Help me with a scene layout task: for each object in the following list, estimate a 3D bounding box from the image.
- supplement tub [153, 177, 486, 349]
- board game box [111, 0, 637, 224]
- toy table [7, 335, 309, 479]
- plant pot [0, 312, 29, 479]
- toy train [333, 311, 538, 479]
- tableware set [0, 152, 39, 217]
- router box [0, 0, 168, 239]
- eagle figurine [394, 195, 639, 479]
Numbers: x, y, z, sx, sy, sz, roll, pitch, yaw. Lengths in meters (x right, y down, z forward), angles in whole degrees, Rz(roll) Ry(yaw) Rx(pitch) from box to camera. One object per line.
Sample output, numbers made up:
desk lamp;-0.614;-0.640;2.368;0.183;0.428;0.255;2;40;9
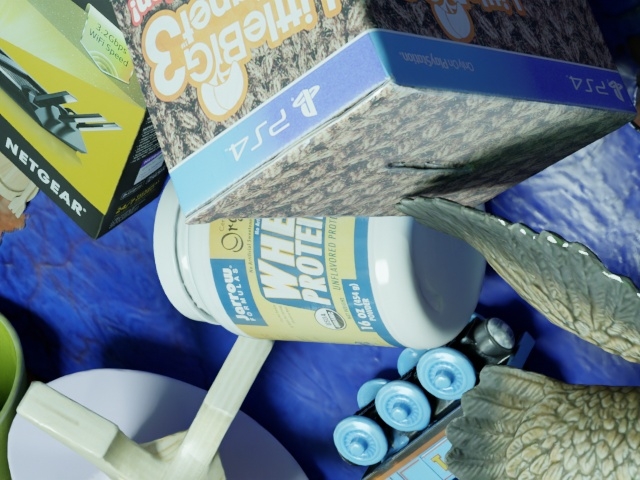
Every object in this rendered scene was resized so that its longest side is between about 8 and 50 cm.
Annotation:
supplement tub;0.000;0.000;0.857;0.200;0.144;0.144;0;110;31
board game box;0.009;-0.168;0.673;0.141;0.232;0.291;-31;72;37
toy table;-0.116;0.191;0.949;0.274;0.252;0.161;18;162;-3
plant pot;-0.376;0.243;1.149;0.275;0.275;0.293;15;134;26
toy train;0.091;0.129;0.905;0.105;0.080;0.184;44;124;-3
tableware set;-0.321;-0.086;1.094;0.141;0.020;0.168;-27;95;37
router box;-0.223;-0.184;0.923;0.309;0.081;0.243;42;139;9
eagle figurine;0.202;0.072;0.653;0.298;0.225;0.226;-8;79;4
